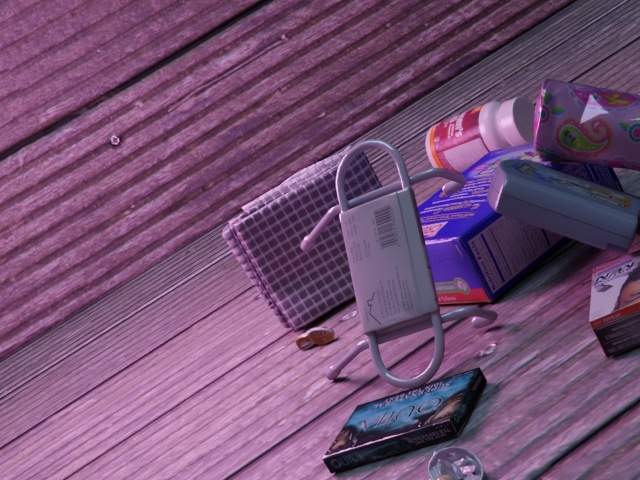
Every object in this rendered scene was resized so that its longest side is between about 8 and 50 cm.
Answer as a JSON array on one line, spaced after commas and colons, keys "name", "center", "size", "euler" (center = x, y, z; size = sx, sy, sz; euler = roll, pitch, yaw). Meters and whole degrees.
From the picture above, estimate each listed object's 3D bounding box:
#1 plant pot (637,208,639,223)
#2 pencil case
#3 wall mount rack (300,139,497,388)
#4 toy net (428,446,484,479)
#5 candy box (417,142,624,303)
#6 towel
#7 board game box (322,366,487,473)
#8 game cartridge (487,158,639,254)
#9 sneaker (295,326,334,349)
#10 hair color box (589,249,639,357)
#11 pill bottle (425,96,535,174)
[{"name": "plant pot", "center": [0.467, -0.058, 1.392], "size": [0.167, 0.187, 0.188], "euler": [-42, 10, 47]}, {"name": "pencil case", "center": [0.432, -0.146, 1.731], "size": [0.284, 0.124, 0.124], "euler": [11, 27, 17]}, {"name": "wall mount rack", "center": [0.081, 0.051, 1.743], "size": [0.304, 0.350, 0.130], "euler": [-21, -20, 31]}, {"name": "toy net", "center": [0.136, 0.252, 1.243], "size": [0.122, 0.045, 0.232], "euler": [-27, 12, 14]}, {"name": "candy box", "center": [0.264, -0.030, 1.932], "size": [0.317, 0.122, 0.268], "euler": [-35, 14, -26]}, {"name": "towel", "center": [0.000, 0.000, 2.180], "size": [0.283, 0.235, 0.121], "euler": [-32, 18, -7]}, {"name": "board game box", "center": [0.102, 0.218, 1.513], "size": [0.186, 0.026, 0.126], "euler": [-23, 13, 31]}, {"name": "game cartridge", "center": [0.323, -0.052, 1.639], "size": [0.062, 0.198, 0.297], "euler": [-68, -12, 13]}, {"name": "sneaker", "center": [-0.005, 0.153, 2.037], "size": [0.083, 0.032, 0.037], "euler": [-18, 17, 42]}, {"name": "hair color box", "center": [0.366, 0.065, 1.450], "size": [0.093, 0.053, 0.167], "euler": [-25, 14, 20]}, {"name": "pill bottle", "center": [0.331, -0.211, 2.528], "size": [0.221, 0.121, 0.121], "euler": [-20, 15, 42]}]
